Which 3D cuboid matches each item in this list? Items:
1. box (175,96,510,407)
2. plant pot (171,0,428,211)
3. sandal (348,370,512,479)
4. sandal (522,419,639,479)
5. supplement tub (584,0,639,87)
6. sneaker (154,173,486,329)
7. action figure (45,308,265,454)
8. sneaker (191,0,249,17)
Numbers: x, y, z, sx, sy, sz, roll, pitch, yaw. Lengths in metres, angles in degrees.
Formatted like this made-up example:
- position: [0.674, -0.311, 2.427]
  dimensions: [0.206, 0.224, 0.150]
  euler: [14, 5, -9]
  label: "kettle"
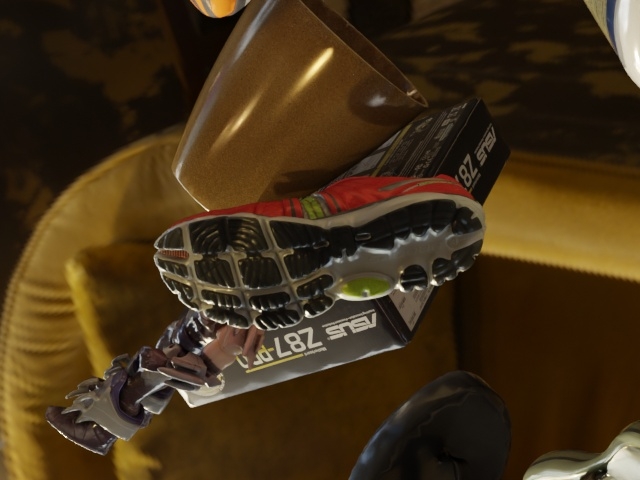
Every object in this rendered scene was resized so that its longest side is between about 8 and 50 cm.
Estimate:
- position: [0.020, 0.008, 1.683]
  dimensions: [0.318, 0.395, 0.097]
  euler: [-18, 115, 34]
  label: "box"
- position: [-0.046, -0.141, 1.675]
  dimensions: [0.237, 0.237, 0.254]
  euler: [45, 103, 14]
  label: "plant pot"
- position: [0.035, 0.190, 0.760]
  dimensions: [0.054, 0.097, 0.254]
  euler: [25, 84, 46]
  label: "sandal"
- position: [0.255, 0.229, 1.218]
  dimensions: [0.120, 0.086, 0.303]
  euler: [41, 156, -2]
  label: "sandal"
- position: [0.299, -0.274, 1.169]
  dimensions: [0.316, 0.228, 0.228]
  euler: [-107, 32, -44]
  label: "supplement tub"
- position: [0.000, 0.000, 1.235]
  dimensions: [0.279, 0.118, 0.107]
  euler: [-6, 115, 1]
  label: "sneaker"
- position: [-0.135, 0.099, 1.390]
  dimensions: [0.099, 0.185, 0.285]
  euler: [42, 120, -11]
  label: "action figure"
- position: [-0.173, -0.263, 1.201]
  dimensions: [0.124, 0.180, 0.321]
  euler: [41, 168, 32]
  label: "sneaker"
